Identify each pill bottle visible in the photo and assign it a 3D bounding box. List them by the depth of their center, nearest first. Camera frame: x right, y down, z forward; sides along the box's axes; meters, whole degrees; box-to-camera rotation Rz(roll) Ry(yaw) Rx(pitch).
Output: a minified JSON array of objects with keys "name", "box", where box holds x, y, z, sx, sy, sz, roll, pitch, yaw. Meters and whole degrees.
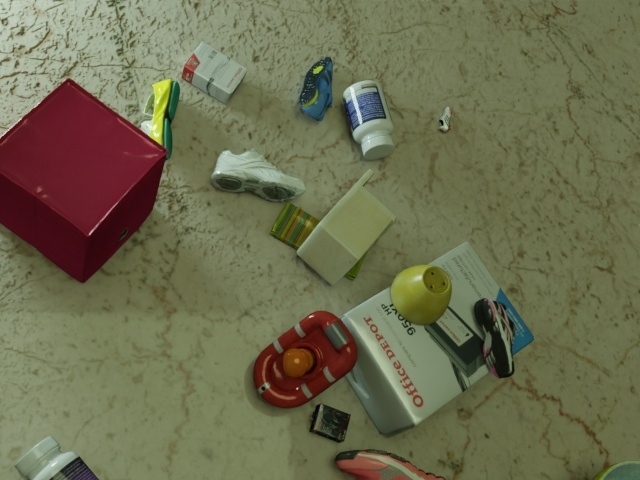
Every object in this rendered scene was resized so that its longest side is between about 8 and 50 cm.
[{"name":"pill bottle","box":[-0.466,0.459,1.292,0.193,0.108,0.108,48,60,4]},{"name":"pill bottle","box":[0.132,-0.315,1.857,0.111,0.112,0.187,-5,69,-23]}]

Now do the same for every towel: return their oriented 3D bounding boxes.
[{"name":"towel","box":[0.000,0.000,1.721,0.237,0.021,0.102,30,61,-6]}]

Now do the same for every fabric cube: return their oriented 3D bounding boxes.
[{"name":"fabric cube","box":[-0.500,-0.116,1.449,0.259,0.258,0.254,37,59,-2]}]

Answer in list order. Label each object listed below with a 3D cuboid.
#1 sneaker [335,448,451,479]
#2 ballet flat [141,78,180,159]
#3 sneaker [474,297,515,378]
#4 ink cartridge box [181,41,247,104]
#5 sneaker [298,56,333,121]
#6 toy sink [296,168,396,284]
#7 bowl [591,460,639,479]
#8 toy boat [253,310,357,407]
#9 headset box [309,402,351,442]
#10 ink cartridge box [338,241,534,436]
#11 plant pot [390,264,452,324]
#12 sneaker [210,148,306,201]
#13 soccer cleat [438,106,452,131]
[{"name":"sneaker","box":[0.169,0.543,1.490,0.313,0.116,0.136,25,62,-9]},{"name":"ballet flat","box":[-0.387,-0.287,1.682,0.077,0.077,0.231,0,63,2]},{"name":"sneaker","box":[0.406,0.213,1.561,0.077,0.072,0.178,1,73,-32]},{"name":"ink cartridge box","box":[-0.269,-0.424,1.787,0.135,0.056,0.099,31,61,-5]},{"name":"sneaker","box":[0.001,-0.404,1.884,0.082,0.069,0.209,46,44,-35]},{"name":"toy sink","box":[0.079,-0.030,1.671,0.131,0.153,0.234,41,54,1]},{"name":"bowl","box":[0.693,0.662,1.609,0.289,0.156,0.290,8,64,-17]},{"name":"toy boat","box":[-0.042,0.255,1.478,0.231,0.151,0.151,-38,76,10]},{"name":"headset box","box":[0.018,0.399,1.544,0.083,0.032,0.062,24,61,-11]},{"name":"ink cartridge box","box":[0.249,0.224,1.631,0.394,0.166,0.286,-28,78,-28]},{"name":"plant pot","box":[0.232,0.105,1.527,0.134,0.095,0.134,8,63,-16]},{"name":"sneaker","box":[-0.144,-0.169,1.705,0.232,0.090,0.115,13,60,-16]},{"name":"soccer cleat","box":[0.354,-0.347,2.004,0.035,0.029,0.083,16,67,-18]}]
